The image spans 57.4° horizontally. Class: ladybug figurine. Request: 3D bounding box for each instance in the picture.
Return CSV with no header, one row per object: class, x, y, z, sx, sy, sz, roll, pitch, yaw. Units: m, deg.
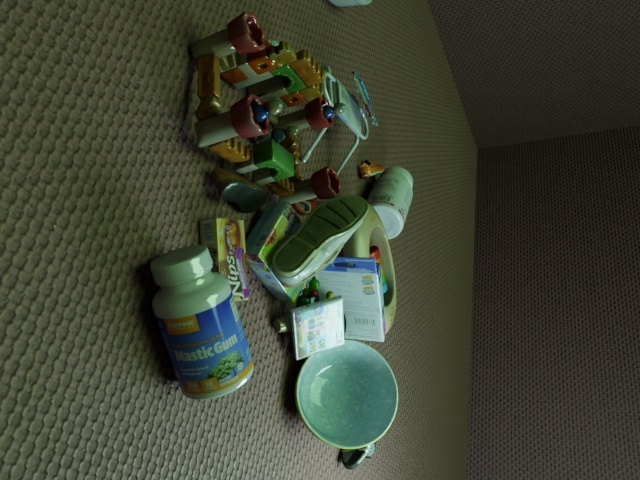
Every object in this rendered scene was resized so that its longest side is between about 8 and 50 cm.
ladybug figurine,0.128,0.102,1.876,0.305,0.161,0.449,-35,116,-62

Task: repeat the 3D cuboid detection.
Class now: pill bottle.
pill bottle,0.257,-0.148,2.194,0.160,0.160,0.283,67,31,-32
pill bottle,-0.234,0.154,1.130,0.152,0.152,0.272,-45,125,-58

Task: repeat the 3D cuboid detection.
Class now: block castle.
block castle,-0.093,-0.295,1.395,0.453,0.212,0.303,33,47,-59

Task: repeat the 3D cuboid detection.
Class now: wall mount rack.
wall mount rack,0.038,-0.360,1.837,0.350,0.130,0.304,28,57,-60

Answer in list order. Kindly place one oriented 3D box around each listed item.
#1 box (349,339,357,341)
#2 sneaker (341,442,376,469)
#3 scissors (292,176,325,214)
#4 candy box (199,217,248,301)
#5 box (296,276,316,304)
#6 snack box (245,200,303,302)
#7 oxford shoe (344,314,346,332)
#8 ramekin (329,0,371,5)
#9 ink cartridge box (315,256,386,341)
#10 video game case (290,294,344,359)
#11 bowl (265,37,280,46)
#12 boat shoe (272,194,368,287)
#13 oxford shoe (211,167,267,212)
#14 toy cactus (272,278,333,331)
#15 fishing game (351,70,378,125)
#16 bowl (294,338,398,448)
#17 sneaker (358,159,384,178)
box,0.101,0.444,1.870,0.183,0.059,0.233,39,51,-56
sneaker,0.137,0.670,1.875,0.229,0.086,0.132,-56,136,-54
scissors,-0.013,-0.103,1.795,0.297,0.021,0.109,34,53,-59
candy box,-0.215,0.046,1.306,0.109,0.053,0.187,5,80,-64
box,-0.045,0.072,1.669,0.114,0.036,0.207,39,51,-56
snack box,-0.098,0.030,1.498,0.174,0.070,0.207,-63,142,-29
oxford shoe,0.024,0.269,1.701,0.083,0.096,0.227,-44,140,-44
ramekin,0.082,-0.944,2.028,0.273,0.127,0.273,-5,90,-65
ink cartridge box,0.087,0.158,1.689,0.065,0.185,0.311,-68,155,-50
video game case,-0.005,0.228,1.531,0.019,0.143,0.157,-133,-145,-54
bowl,-0.115,-0.474,1.583,0.170,0.080,0.170,-6,90,-65
boat shoe,0.000,0.000,1.464,0.302,0.113,0.103,-38,152,-22
oxford shoe,-0.188,-0.123,1.384,0.076,0.076,0.212,52,5,21
toy cactus,-0.044,0.217,1.562,0.180,0.112,0.219,-10,123,-44
fishing game,0.137,-0.454,1.891,0.264,0.041,0.189,-47,115,-77
bowl,0.052,0.431,1.628,0.156,0.289,0.290,131,-32,-63
sneaker,0.196,-0.277,2.209,0.175,0.064,0.067,-26,98,-66
